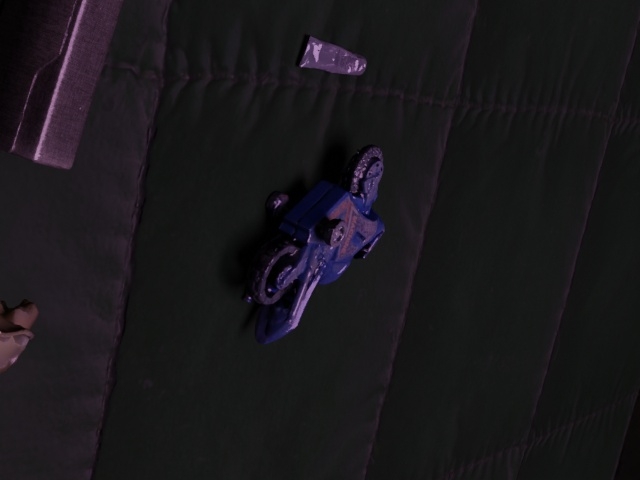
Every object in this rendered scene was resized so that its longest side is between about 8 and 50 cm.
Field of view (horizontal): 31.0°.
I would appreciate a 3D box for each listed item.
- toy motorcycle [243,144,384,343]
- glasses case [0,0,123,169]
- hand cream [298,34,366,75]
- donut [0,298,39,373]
[{"bbox_3d":[0.000,0.000,1.082,0.205,0.076,0.114,-47,149,-30],"label":"toy motorcycle"},{"bbox_3d":[-0.167,-0.154,0.742,0.047,0.071,0.205,14,96,-54],"label":"glasses case"},{"bbox_3d":[0.011,-0.166,1.058,0.093,0.019,0.030,6,104,-50],"label":"hand cream"},{"bbox_3d":[-0.275,-0.063,0.543,0.307,0.150,0.371,-18,119,-48],"label":"donut"}]
